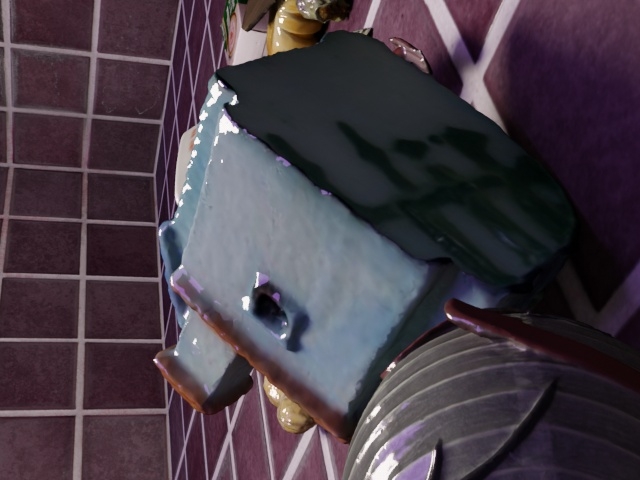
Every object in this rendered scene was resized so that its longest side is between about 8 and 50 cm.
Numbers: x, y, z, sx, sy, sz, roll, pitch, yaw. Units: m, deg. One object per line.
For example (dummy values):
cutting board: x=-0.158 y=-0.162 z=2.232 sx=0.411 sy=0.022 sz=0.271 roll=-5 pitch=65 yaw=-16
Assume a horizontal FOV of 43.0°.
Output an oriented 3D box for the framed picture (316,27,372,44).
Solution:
framed picture: x=-0.041 y=-0.189 z=1.173 sx=0.273 sy=0.016 sz=0.216 roll=-57 pitch=18 yaw=-4

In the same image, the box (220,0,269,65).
box: x=-0.150 y=-0.436 z=1.679 sx=0.135 sy=0.081 sz=0.199 roll=111 pitch=153 yaw=-45

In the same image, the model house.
model house: x=0.010 y=0.041 z=0.703 sx=0.295 sy=0.251 sz=0.329 roll=39 pitch=124 yaw=18

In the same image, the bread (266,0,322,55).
bread: x=-0.041 y=-0.351 z=1.306 sx=0.119 sy=0.084 sz=0.177 roll=-106 pitch=25 yaw=-51

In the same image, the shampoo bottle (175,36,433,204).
shampoo bottle: x=-0.022 y=-0.131 z=0.851 sx=0.071 sy=0.284 sz=0.153 roll=52 pitch=-164 yaw=-30

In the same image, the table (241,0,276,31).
table: x=-0.136 y=-0.542 z=1.239 sx=0.317 sy=0.249 sz=0.317 roll=-47 pitch=28 yaw=35

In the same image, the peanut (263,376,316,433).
peanut: x=-0.045 y=0.233 z=1.238 sx=0.174 sy=0.080 sz=0.080 roll=-118 pitch=35 yaw=-62

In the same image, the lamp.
lamp: x=0.124 y=0.162 z=0.453 sx=0.233 sy=0.265 sz=0.233 roll=-46 pitch=8 yaw=8

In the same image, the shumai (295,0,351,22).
shumai: x=0.000 y=-0.351 z=1.182 sx=0.082 sy=0.083 sz=0.080 roll=60 pitch=-164 yaw=-19
